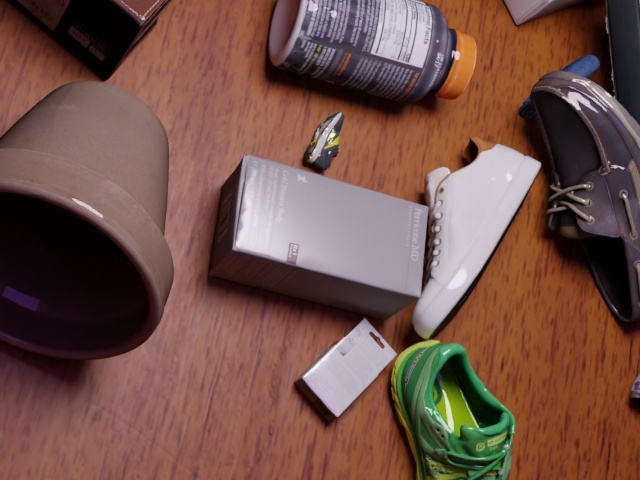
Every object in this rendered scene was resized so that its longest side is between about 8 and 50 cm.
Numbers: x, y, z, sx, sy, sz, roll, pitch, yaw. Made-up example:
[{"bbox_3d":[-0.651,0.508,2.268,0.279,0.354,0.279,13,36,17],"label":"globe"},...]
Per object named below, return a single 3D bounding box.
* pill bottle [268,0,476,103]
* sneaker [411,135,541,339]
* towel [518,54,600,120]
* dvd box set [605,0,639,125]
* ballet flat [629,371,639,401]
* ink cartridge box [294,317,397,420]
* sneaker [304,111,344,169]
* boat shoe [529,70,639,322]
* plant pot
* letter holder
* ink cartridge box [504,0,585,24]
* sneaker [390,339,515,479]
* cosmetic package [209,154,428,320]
[{"bbox_3d":[0.069,-0.247,1.637,0.246,0.130,0.130,14,68,-20],"label":"pill bottle"},{"bbox_3d":[0.161,-0.008,1.631,0.123,0.106,0.290,29,60,7],"label":"sneaker"},{"bbox_3d":[0.322,-0.208,1.773,0.119,0.067,0.029,-37,92,-29],"label":"towel"},{"bbox_3d":[0.565,-0.304,1.830,0.420,0.062,0.307,-29,121,-29],"label":"dvd box set"},{"bbox_3d":[0.485,0.254,1.700,0.221,0.077,0.079,43,80,0],"label":"ballet flat"},{"bbox_3d":[0.030,0.151,1.548,0.063,0.029,0.115,49,60,-2],"label":"ink cartridge box"},{"bbox_3d":[0.010,-0.122,1.631,0.035,0.031,0.083,41,65,-22],"label":"sneaker"},{"bbox_3d":[0.363,-0.049,1.683,0.130,0.132,0.355,-37,101,-22],"label":"boat shoe"},{"bbox_3d":[-0.263,-0.042,1.379,0.263,0.263,0.229,27,47,-14],"label":"plant pot"},{"bbox_3d":[-0.283,-0.378,1.514,0.302,0.152,0.214,40,60,-8],"label":"letter holder"},{"bbox_3d":[0.301,-0.427,1.822,0.159,0.092,0.218,-23,82,-28],"label":"ink cartridge box"},{"bbox_3d":[0.170,0.255,1.522,0.109,0.123,0.295,-19,83,-28],"label":"sneaker"},{"bbox_3d":[0.000,0.000,1.542,0.238,0.107,0.127,12,66,-17],"label":"cosmetic package"}]
